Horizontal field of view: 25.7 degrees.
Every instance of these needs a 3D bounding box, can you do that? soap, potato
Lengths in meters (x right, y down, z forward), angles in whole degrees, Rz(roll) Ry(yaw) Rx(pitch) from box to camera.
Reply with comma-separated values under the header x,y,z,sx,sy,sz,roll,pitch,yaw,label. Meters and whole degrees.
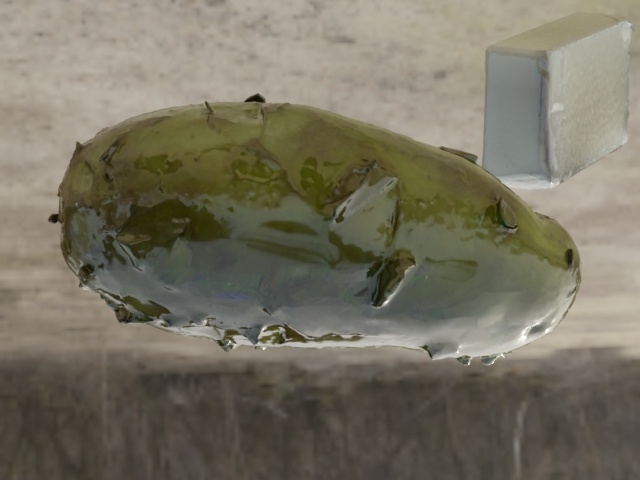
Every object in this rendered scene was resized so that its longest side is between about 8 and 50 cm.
x,y,z,sx,sy,sz,roll,pitch,yaw,label
0.205,-0.120,1.192,0.064,0.121,0.183,10,-158,33,soap
0.000,0.000,0.591,0.226,0.090,0.117,8,141,-6,potato
